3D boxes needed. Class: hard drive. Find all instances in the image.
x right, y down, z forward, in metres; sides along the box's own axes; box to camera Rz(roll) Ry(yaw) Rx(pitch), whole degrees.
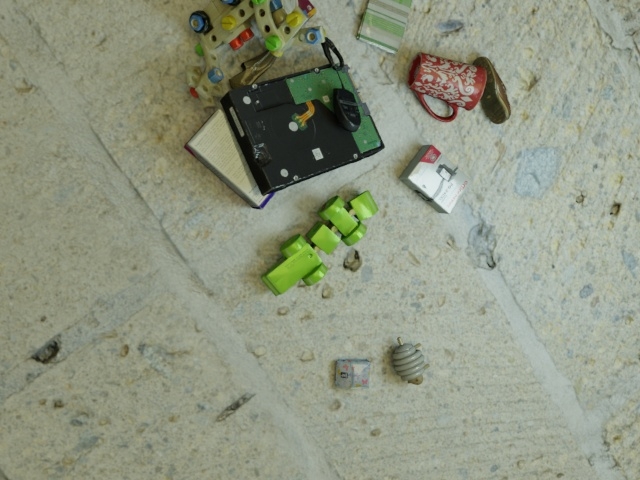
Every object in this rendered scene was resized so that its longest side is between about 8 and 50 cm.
[{"bbox_3d":[-0.034,-0.262,1.571,0.339,0.064,0.237,-25,90,-32],"label":"hard drive"}]

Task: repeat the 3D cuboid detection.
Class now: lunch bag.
[{"bbox_3d":[0.080,0.334,1.730,0.083,0.053,0.071,3,92,-7],"label":"lunch bag"}]

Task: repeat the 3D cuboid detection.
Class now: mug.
[{"bbox_3d":[0.304,-0.380,1.707,0.169,0.113,0.150,14,89,-13],"label":"mug"}]

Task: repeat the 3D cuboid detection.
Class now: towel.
[{"bbox_3d":[0.158,-0.545,1.698,0.113,0.023,0.152,17,87,-19],"label":"towel"}]

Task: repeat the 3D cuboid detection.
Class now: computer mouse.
[{"bbox_3d":[0.037,-0.355,1.584,0.071,0.041,0.242,2,67,-46],"label":"computer mouse"}]

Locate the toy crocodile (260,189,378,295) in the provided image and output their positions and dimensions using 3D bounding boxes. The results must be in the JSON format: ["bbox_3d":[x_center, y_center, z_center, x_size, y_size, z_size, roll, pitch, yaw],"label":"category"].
[{"bbox_3d":[0.000,0.000,1.662,0.340,0.105,0.115,-44,105,-4],"label":"toy crocodile"}]

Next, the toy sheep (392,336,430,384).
[{"bbox_3d":[0.225,0.305,1.754,0.091,0.091,0.132,-25,87,-13],"label":"toy sheep"}]

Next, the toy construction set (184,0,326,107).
[{"bbox_3d":[-0.170,-0.443,1.514,0.327,0.151,0.215,-31,100,19],"label":"toy construction set"}]

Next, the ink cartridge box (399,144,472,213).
[{"bbox_3d":[0.293,-0.153,1.744,0.150,0.063,0.109,38,84,-15],"label":"ink cartridge box"}]

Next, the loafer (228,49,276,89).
[{"bbox_3d":[-0.155,-0.401,1.599,0.050,0.056,0.148,43,82,-21],"label":"loafer"}]

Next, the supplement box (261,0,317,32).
[{"bbox_3d":[-0.112,-0.560,1.586,0.104,0.081,0.188,-44,104,-8],"label":"supplement box"}]

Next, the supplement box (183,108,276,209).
[{"bbox_3d":[-0.191,-0.183,1.578,0.220,0.111,0.114,41,83,-16],"label":"supplement box"}]

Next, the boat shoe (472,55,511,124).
[{"bbox_3d":[0.441,-0.388,1.775,0.060,0.064,0.178,-32,102,-45],"label":"boat shoe"}]
